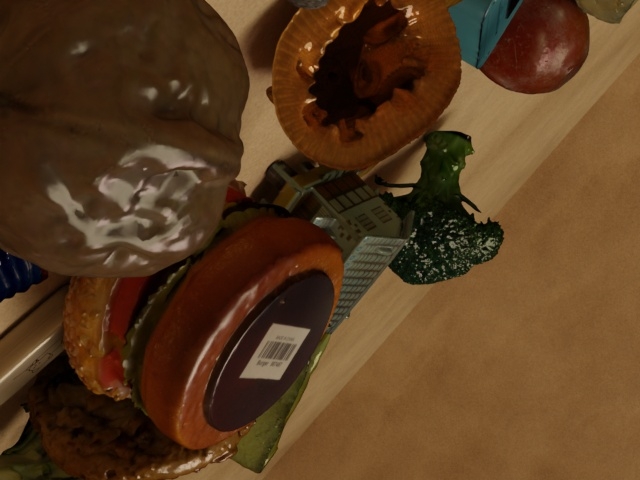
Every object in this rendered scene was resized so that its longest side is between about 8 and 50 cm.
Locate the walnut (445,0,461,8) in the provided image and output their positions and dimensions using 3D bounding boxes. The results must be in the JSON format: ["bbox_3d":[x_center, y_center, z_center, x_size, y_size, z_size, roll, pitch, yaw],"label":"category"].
[{"bbox_3d":[0.167,-0.358,1.535,0.167,0.087,0.211,-33,163,-28],"label":"walnut"}]

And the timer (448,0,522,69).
[{"bbox_3d":[0.267,-0.404,1.781,0.250,0.091,0.232,-54,167,-9],"label":"timer"}]

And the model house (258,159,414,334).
[{"bbox_3d":[0.000,0.000,1.848,0.198,0.215,0.224,-22,154,-55],"label":"model house"}]

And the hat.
[{"bbox_3d":[0.023,-0.219,1.476,0.233,0.244,0.233,-10,-171,-15],"label":"hat"}]

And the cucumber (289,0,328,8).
[{"bbox_3d":[-0.021,-0.284,1.268,0.064,0.064,0.112,-46,169,6],"label":"cucumber"}]

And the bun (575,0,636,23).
[{"bbox_3d":[0.512,-0.493,2.003,0.259,0.152,0.259,-53,178,-2],"label":"bun"}]

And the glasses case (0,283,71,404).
[{"bbox_3d":[-0.367,0.134,1.520,0.196,0.050,0.083,-42,164,-9],"label":"glasses case"}]

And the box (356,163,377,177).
[{"bbox_3d":[0.075,-0.149,1.999,0.105,0.037,0.105,-42,167,-12],"label":"box"}]

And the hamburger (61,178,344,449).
[{"bbox_3d":[-0.152,0.074,1.469,0.330,0.250,0.330,-42,153,-27],"label":"hamburger"}]

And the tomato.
[{"bbox_3d":[0.389,-0.344,2.109,0.181,0.155,0.214,-24,157,-47],"label":"tomato"}]

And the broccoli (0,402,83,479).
[{"bbox_3d":[-0.412,0.344,1.586,0.221,0.252,0.361,-47,167,35],"label":"broccoli"}]

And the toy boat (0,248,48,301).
[{"bbox_3d":[-0.272,-0.043,1.283,0.318,0.072,0.219,-44,168,-49],"label":"toy boat"}]

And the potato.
[{"bbox_3d":[-0.108,0.216,2.297,0.280,0.213,0.330,-56,172,-54],"label":"potato"}]

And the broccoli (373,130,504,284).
[{"bbox_3d":[0.199,-0.059,2.279,0.297,0.297,0.297,67,31,-76],"label":"broccoli"}]

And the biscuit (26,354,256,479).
[{"bbox_3d":[-0.246,0.214,1.619,0.289,0.334,0.081,-13,117,-31],"label":"biscuit"}]

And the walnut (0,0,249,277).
[{"bbox_3d":[-0.181,-0.096,0.988,0.227,0.273,0.273,-15,-176,31],"label":"walnut"}]
